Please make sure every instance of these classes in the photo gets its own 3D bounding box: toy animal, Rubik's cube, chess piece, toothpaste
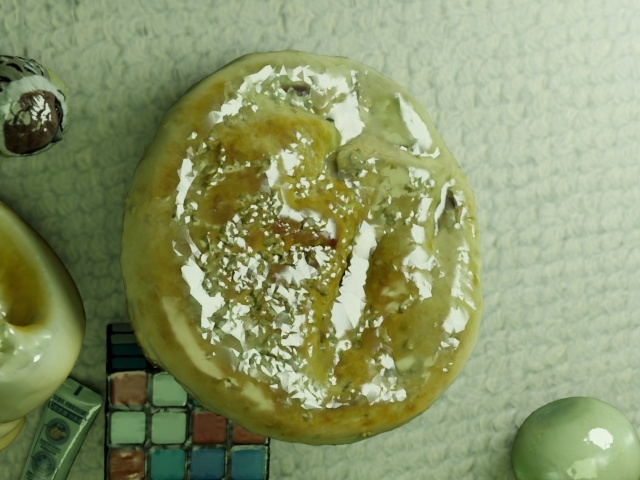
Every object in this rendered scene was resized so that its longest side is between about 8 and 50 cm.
[{"bbox_3d":[-0.292,-0.130,1.257,0.137,0.098,0.098,32,97,-15],"label":"toy animal"},{"bbox_3d":[-0.131,0.172,1.332,0.154,0.151,0.155,1,103,-9],"label":"Rubik's cube"},{"bbox_3d":[0.304,0.321,1.442,0.182,0.182,0.330,-22,102,-3],"label":"chess piece"},{"bbox_3d":[-0.283,0.250,1.383,0.062,0.039,0.239,26,100,19],"label":"toothpaste"}]

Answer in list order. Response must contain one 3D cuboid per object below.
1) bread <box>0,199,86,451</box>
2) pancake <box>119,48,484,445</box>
[{"bbox_3d":[-0.416,0.047,1.159,0.424,0.329,0.245,26,99,-21],"label":"bread"},{"bbox_3d":[-0.001,0.000,1.270,0.387,0.082,0.387,7,74,-26],"label":"pancake"}]
